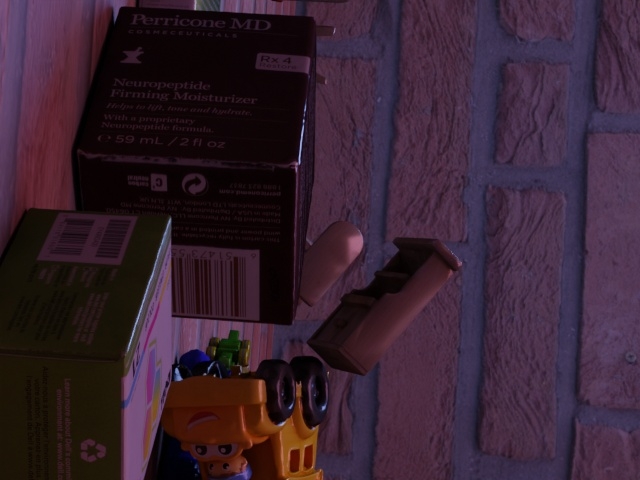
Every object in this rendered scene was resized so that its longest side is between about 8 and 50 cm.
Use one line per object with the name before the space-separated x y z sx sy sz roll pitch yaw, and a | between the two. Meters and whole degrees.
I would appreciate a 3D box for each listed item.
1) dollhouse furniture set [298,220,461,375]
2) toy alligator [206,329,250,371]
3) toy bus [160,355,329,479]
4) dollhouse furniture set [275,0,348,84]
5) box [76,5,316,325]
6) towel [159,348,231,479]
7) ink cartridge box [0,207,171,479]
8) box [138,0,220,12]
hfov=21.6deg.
dollhouse furniture set | 0.000 0.000 1.774 0.161 0.242 0.212 -48 -163 -13
toy alligator | -0.130 0.175 2.316 0.189 0.056 0.051 -79 173 -74
toy bus | -0.083 0.231 1.796 0.220 0.149 0.211 9 79 -70
dollhouse furniture set | -0.039 -0.301 1.741 0.259 0.135 0.262 -122 -139 -81
box | -0.093 -0.061 1.341 0.203 0.168 0.167 -85 177 -49
towel | -0.142 0.311 1.950 0.227 0.076 0.308 90 4 -50
ink cartridge box | -0.152 0.132 1.053 0.189 0.097 0.255 -82 175 -64
box | -0.139 -0.110 1.590 0.232 0.058 0.322 56 39 -87
